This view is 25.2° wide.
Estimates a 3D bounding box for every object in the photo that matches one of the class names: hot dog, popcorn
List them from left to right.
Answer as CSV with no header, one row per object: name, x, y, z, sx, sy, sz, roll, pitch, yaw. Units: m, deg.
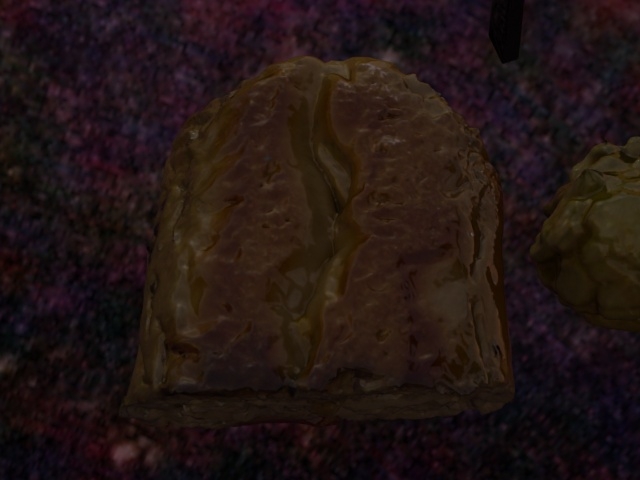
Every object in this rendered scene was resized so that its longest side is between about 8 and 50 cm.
hot dog,0.000,0.000,1.406,0.367,0.196,0.365,-1,69,5
popcorn,0.348,-0.014,1.558,0.249,0.225,0.249,7,23,-3

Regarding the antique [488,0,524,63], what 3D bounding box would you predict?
antique,0.125,-0.188,0.934,0.015,0.192,0.031,-13,57,-5
